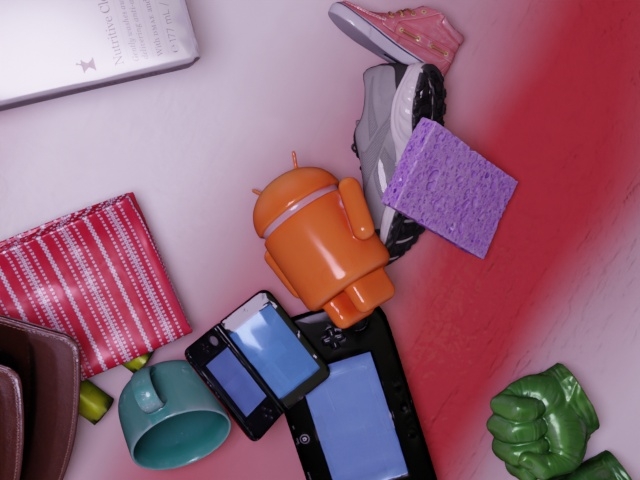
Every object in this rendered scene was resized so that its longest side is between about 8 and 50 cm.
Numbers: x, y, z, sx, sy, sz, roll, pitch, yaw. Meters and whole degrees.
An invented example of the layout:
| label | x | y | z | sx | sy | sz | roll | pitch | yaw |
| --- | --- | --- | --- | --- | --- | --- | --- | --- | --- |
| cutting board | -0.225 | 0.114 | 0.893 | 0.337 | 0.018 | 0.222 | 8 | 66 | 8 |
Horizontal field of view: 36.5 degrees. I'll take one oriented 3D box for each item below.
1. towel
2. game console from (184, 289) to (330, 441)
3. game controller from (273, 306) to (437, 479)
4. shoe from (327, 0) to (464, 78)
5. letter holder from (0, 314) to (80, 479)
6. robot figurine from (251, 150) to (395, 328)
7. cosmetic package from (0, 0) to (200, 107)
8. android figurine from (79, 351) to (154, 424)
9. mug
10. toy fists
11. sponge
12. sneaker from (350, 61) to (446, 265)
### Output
| label | x | y | z | sx | sy | sz | roll | pitch | yaw |
| --- | --- | --- | --- | --- | --- | --- | --- | --- | --- |
| towel | -0.318 | 0.080 | 1.176 | 0.275 | 0.031 | 0.199 | -23 | 101 | -8 |
| game console | -0.077 | 0.154 | 1.210 | 0.085 | 0.124 | 0.144 | -38 | 90 | 26 |
| game controller | 0.043 | 0.239 | 1.285 | 0.166 | 0.067 | 0.319 | -19 | 97 | -7 |
| shoe | 0.100 | -0.276 | 1.251 | 0.178 | 0.063 | 0.081 | 31 | 88 | -16 |
| letter holder | -0.399 | 0.238 | 1.094 | 0.214 | 0.152 | 0.302 | 15 | 125 | -5 |
| robot figurine | 0.001 | -0.001 | 1.211 | 0.128 | 0.158 | 0.219 | -33 | 81 | -13 |
| cosmetic package | -0.356 | -0.265 | 1.130 | 0.385 | 0.156 | 0.217 | -16 | 99 | -8 |
| android figurine | -0.353 | 0.105 | 1.216 | 0.273 | 0.056 | 0.248 | 41 | 88 | -12 |
| mug | -0.184 | 0.201 | 1.205 | 0.129 | 0.097 | 0.157 | -6 | 138 | -26 |
| toy fists | 0.332 | 0.311 | 1.324 | 0.142 | 0.096 | 0.279 | -31 | 101 | -4 |
| sponge | 0.170 | -0.062 | 1.238 | 0.210 | 0.031 | 0.117 | 26 | 89 | -45 |
| sneaker | 0.091 | -0.098 | 1.257 | 0.108 | 0.100 | 0.271 | 16 | 108 | 33 |
